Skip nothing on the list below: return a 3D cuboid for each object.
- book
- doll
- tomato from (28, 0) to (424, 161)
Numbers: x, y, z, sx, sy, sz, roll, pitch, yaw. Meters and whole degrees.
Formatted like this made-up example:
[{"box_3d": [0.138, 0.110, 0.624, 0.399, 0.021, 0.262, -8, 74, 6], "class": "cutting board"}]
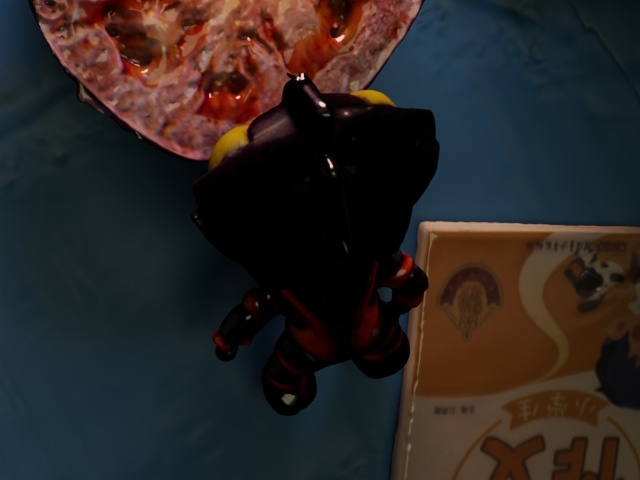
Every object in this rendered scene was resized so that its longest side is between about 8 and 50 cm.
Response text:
[{"box_3d": [0.141, 0.135, 1.123, 0.208, 0.020, 0.295, 0, 103, -22], "class": "book"}, {"box_3d": [-0.003, -0.001, 0.952, 0.127, 0.088, 0.248, -45, 151, -22], "class": "doll"}, {"box_3d": [-0.054, -0.154, 0.943, 0.225, 0.085, 0.225, -7, 107, -24], "class": "tomato"}]
